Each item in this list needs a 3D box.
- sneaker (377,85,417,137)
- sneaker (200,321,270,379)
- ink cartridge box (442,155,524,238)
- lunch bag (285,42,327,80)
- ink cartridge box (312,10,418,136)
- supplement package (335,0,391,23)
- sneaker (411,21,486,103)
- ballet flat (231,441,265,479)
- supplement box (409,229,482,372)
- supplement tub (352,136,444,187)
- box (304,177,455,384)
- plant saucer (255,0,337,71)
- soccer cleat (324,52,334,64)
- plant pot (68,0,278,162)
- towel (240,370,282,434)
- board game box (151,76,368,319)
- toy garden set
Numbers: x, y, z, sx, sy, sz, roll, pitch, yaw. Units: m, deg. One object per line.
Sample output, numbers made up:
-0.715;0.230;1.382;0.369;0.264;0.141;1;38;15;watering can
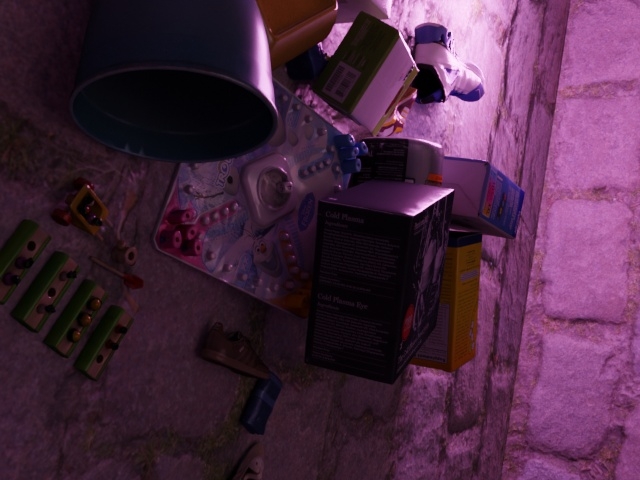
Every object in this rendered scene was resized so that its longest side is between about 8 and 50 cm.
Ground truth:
0.187;-0.318;1.773;0.185;0.070;0.083;-48;142;-37;sneaker
-0.144;0.207;1.303;0.188;0.066;0.071;40;60;-55;sneaker
0.381;-0.111;1.921;0.395;0.270;0.151;21;82;-58;ink cartridge box
-0.029;-0.365;1.397;0.065;0.067;0.098;-52;139;-41;lunch bag
0.103;-0.340;1.499;0.188;0.097;0.255;-57;164;6;ink cartridge box
0.071;-0.593;1.456;0.134;0.139;0.244;16;80;-59;supplement package
0.329;-0.436;1.942;0.315;0.128;0.182;30;73;-49;sneaker
-0.141;0.465;1.363;0.168;0.052;0.057;-51;136;-43;ballet flat
0.310;0.152;1.922;0.195;0.194;0.356;-9;103;-58;supplement box
0.173;-0.064;1.648;0.207;0.207;0.337;1;94;-59;supplement tub
0.124;0.059;1.376;0.343;0.179;0.312;-29;126;-65;box
-0.093;-0.467;1.195;0.333;0.081;0.332;-46;120;-46;plant saucer
0.046;-0.364;1.533;0.179;0.060;0.072;-11;112;-59;soccer cleat
-0.194;-0.277;0.978;0.272;0.272;0.255;29;55;-57;plant pot
-0.115;0.323;1.406;0.067;0.029;0.119;57;48;-45;towel
-0.083;-0.094;1.289;0.390;0.050;0.389;32;68;-43;board game box
-0.326;0.054;0.994;0.203;0.049;0.244;-64;144;-29;toy garden set
